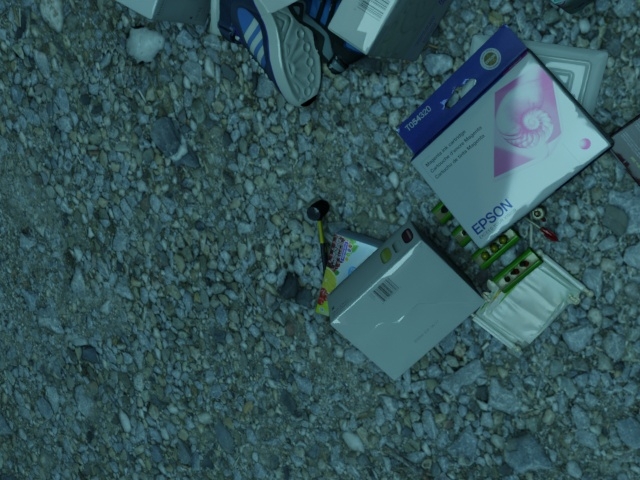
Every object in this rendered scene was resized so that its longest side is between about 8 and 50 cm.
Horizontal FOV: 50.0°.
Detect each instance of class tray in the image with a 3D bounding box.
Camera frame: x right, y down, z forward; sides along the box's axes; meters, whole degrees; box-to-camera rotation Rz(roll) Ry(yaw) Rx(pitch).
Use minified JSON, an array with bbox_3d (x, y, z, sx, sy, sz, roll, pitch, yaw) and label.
[{"bbox_3d":[0.427,-0.330,1.398,0.270,0.030,0.145,15,108,20],"label":"tray"}]

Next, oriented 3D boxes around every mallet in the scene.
[{"bbox_3d":[0.000,0.000,1.642,0.039,0.062,0.189,1,103,24],"label":"mallet"}]

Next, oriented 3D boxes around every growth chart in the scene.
[{"bbox_3d":[0.446,0.131,1.502,0.172,0.021,0.237,46,115,8],"label":"growth chart"}]

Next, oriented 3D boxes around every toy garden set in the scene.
[{"bbox_3d":[0.383,-0.040,1.463,0.204,0.049,0.244,-45,78,25],"label":"toy garden set"}]

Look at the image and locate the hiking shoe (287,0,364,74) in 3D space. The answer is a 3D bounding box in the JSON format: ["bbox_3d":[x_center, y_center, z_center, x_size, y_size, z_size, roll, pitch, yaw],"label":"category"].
[{"bbox_3d":[0.010,-0.500,1.447,0.132,0.113,0.304,-28,134,15],"label":"hiking shoe"}]

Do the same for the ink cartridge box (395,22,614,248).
[{"bbox_3d":[0.348,-0.208,1.388,0.324,0.071,0.330,-44,77,27],"label":"ink cartridge box"}]

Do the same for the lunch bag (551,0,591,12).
[{"bbox_3d":[0.431,-0.557,1.235,0.160,0.223,0.262,-30,89,29],"label":"lunch bag"}]

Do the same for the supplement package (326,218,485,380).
[{"bbox_3d":[0.177,0.127,1.486,0.204,0.145,0.262,43,102,-15],"label":"supplement package"}]

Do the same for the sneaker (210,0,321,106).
[{"bbox_3d":[-0.142,-0.462,1.584,0.236,0.130,0.322,10,129,46],"label":"sneaker"}]

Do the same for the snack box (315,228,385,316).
[{"bbox_3d":[0.098,0.097,1.617,0.175,0.070,0.207,20,110,16],"label":"snack box"}]

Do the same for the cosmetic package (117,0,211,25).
[{"bbox_3d":[-0.334,-0.623,1.552,0.138,0.225,0.224,31,113,14],"label":"cosmetic package"}]

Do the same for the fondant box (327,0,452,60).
[{"bbox_3d":[0.166,-0.475,1.310,0.096,0.330,0.238,37,113,11],"label":"fondant box"}]

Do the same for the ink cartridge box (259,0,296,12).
[{"bbox_3d":[-0.003,-0.606,1.300,0.353,0.119,0.207,-34,82,-16],"label":"ink cartridge box"}]

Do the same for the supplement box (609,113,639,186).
[{"bbox_3d":[0.677,-0.213,1.292,0.239,0.073,0.130,-38,85,25],"label":"supplement box"}]
